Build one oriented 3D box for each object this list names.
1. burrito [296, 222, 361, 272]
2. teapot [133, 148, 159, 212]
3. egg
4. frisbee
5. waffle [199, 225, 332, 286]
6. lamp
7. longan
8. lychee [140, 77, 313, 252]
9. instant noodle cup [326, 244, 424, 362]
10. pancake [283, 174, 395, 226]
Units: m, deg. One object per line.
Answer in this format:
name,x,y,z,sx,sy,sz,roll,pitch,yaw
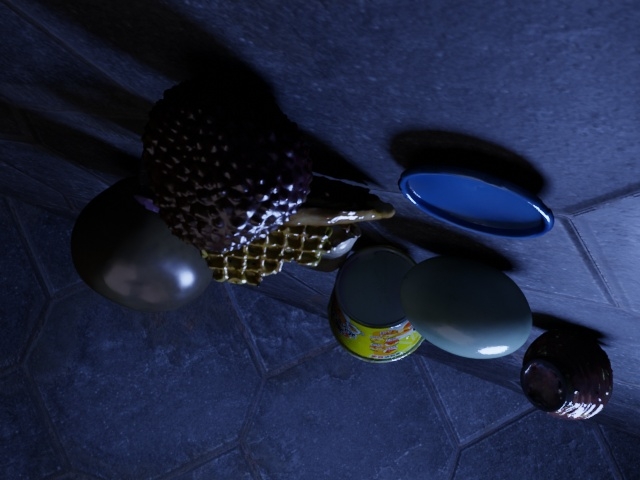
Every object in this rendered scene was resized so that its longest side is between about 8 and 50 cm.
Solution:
burrito,0.004,0.000,1.622,0.143,0.105,0.299,16,166,-2
teapot,-0.329,-0.129,1.477,0.116,0.145,0.148,28,166,-32
egg,0.303,0.138,1.510,0.283,0.202,0.203,25,169,11
frisbee,0.237,-0.067,1.099,0.242,0.045,0.242,19,168,4
waffle,-0.113,0.002,1.418,0.249,0.253,0.056,36,-157,-29
lamp,0.631,0.339,1.837,0.247,0.246,0.247,19,168,4
longan,-0.428,0.015,1.788,0.361,0.360,0.361,19,168,4
lychee,-0.148,-0.119,1.063,0.272,0.271,0.271,19,168,4
instant noodle cup,0.141,0.142,1.707,0.265,0.264,0.200,18,159,11
pancake,-0.016,-0.065,1.247,0.258,0.056,0.212,14,-159,16
